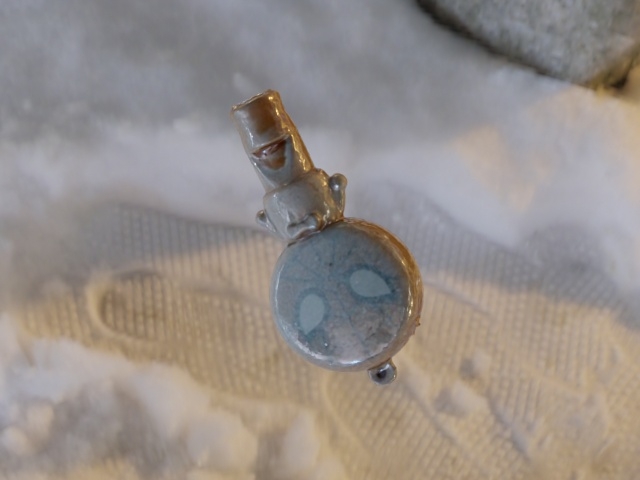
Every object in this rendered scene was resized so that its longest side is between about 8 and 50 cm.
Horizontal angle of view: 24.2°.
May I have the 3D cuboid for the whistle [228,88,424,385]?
[{"bbox_3d":[0.000,0.000,1.029,0.107,0.057,0.220,-26,92,18],"label":"whistle"}]
